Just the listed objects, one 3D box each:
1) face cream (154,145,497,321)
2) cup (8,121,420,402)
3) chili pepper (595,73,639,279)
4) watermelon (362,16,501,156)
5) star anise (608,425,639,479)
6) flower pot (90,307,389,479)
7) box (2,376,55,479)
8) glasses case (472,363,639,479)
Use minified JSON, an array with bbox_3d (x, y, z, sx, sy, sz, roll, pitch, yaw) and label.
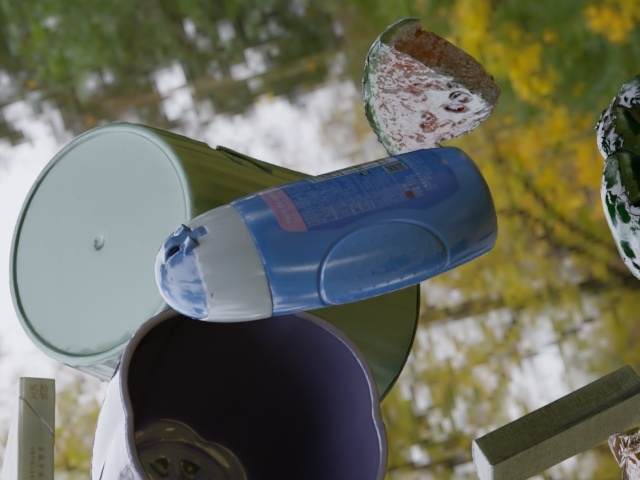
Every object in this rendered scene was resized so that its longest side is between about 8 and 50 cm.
[{"bbox_3d":[0.000,0.000,1.546,0.149,0.264,0.083,-126,25,-58],"label":"face cream"},{"bbox_3d":[-0.147,0.067,2.198,0.392,0.401,0.310,22,-137,-50],"label":"cup"},{"bbox_3d":[0.425,-0.064,2.053,0.257,0.248,0.233,51,-149,-45],"label":"chili pepper"},{"bbox_3d":[0.119,-0.151,2.009,0.187,0.139,0.071,76,-150,-46],"label":"watermelon"},{"bbox_3d":[0.276,0.135,1.204,0.349,0.109,0.292,-18,90,60],"label":"star anise"},{"bbox_3d":[-0.095,0.208,1.880,0.243,0.265,0.265,126,139,-56],"label":"flower pot"},{"bbox_3d":[-0.351,0.366,2.373,0.204,0.051,0.365,108,162,-47],"label":"box"},{"bbox_3d":[0.269,0.212,2.241,0.047,0.205,0.071,56,164,36],"label":"glasses case"}]
